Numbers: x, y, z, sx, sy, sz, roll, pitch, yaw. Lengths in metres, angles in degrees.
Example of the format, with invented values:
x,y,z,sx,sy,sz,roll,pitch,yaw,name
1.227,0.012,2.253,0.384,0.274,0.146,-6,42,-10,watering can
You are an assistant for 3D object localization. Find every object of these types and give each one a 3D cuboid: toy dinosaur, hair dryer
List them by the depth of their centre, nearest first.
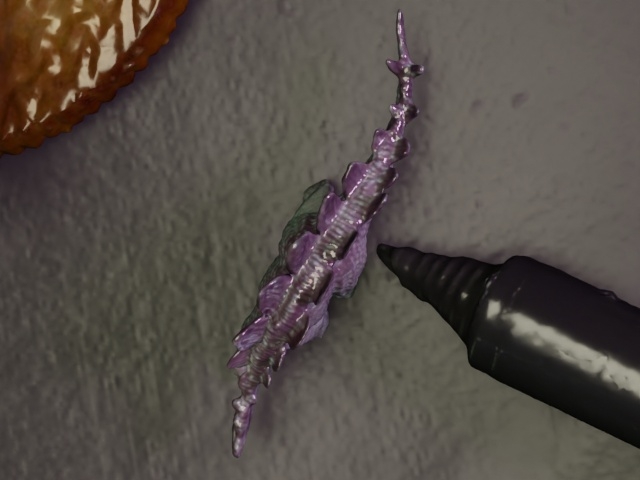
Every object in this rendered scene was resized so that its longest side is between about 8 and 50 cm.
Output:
x,y,z,sx,sy,sz,roll,pitch,yaw,name
0.171,0.096,0.664,0.352,0.107,0.189,25,95,17,hair dryer
0.002,0.001,0.693,0.039,0.082,0.208,23,95,2,toy dinosaur

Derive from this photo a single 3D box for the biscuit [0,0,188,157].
x,y,z,sx,sy,sz,roll,pitch,yaw,name
-0.183,-0.183,0.741,0.305,0.038,0.305,1,93,13,biscuit
